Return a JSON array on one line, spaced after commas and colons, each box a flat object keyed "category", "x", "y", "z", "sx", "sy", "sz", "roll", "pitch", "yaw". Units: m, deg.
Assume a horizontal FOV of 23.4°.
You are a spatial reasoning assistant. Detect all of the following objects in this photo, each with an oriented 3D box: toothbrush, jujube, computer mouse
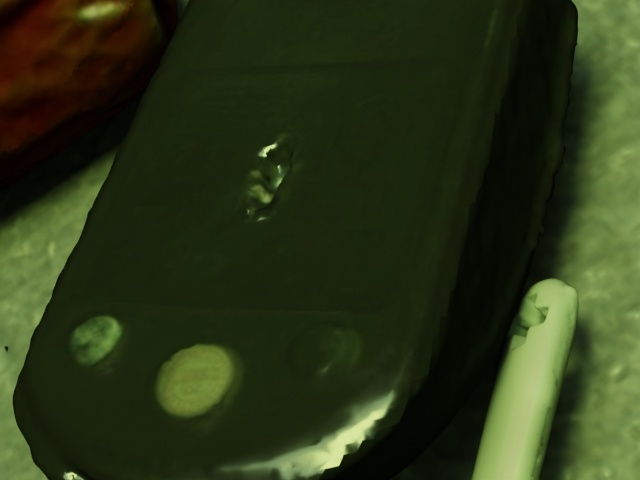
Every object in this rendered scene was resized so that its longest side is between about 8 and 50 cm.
[{"category": "toothbrush", "x": 0.037, "y": 0.194, "z": 0.474, "sx": 0.042, "sy": 0.040, "sz": 0.418, "roll": -32, "pitch": 34, "yaw": 54}, {"category": "jujube", "x": -0.195, "y": -0.094, "z": 0.689, "sx": 0.255, "sy": 0.190, "sz": 0.190, "roll": -12, "pitch": 56, "yaw": 2}, {"category": "computer mouse", "x": 0.000, "y": 0.000, "z": 0.592, "sx": 0.170, "sy": 0.100, "sz": 0.269, "roll": 4, "pitch": 56, "yaw": 27}]
